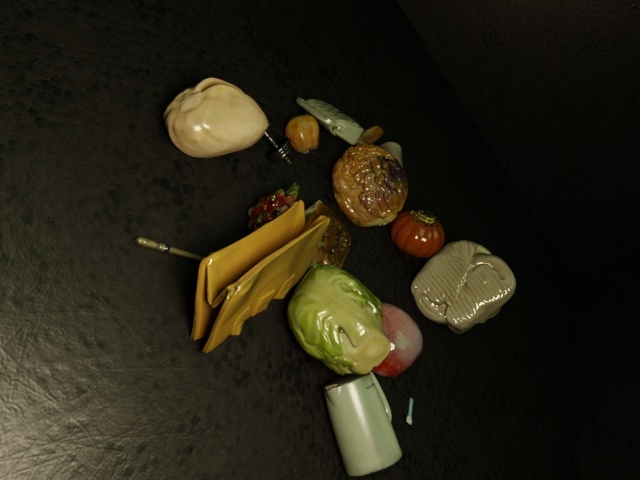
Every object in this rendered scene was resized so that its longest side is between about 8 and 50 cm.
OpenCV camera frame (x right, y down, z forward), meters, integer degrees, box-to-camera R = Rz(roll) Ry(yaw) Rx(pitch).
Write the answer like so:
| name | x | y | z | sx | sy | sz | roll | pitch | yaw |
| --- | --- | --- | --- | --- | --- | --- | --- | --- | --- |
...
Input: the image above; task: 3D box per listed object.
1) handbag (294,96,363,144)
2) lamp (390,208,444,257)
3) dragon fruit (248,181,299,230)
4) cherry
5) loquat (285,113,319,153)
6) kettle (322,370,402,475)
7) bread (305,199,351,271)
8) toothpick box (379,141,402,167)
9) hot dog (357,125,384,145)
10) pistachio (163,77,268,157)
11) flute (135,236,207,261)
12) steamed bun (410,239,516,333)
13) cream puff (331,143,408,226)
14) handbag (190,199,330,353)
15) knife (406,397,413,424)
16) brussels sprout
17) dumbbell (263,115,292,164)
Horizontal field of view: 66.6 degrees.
| name | x | y | z | sx | sy | sz | roll | pitch | yaw |
| --- | --- | --- | --- | --- | --- | --- | --- | --- | --- |
| handbag | 0.021 | -0.450 | 1.763 | 0.219 | 0.079 | 0.256 | 17 | 22 | -41 |
| lamp | 0.386 | -0.026 | 1.947 | 0.223 | 0.197 | 0.223 | 15 | 30 | -9 |
| dragon fruit | -0.124 | -0.086 | 1.436 | 0.135 | 0.137 | 0.236 | 48 | 36 | -22 |
| cherry | 0.210 | 0.304 | 1.558 | 0.239 | 0.206 | 0.240 | 11 | 73 | -38 |
| loquat | -0.057 | -0.368 | 1.686 | 0.137 | 0.112 | 0.137 | 27 | 58 | -53 |
| kettle | 0.123 | 0.500 | 1.395 | 0.240 | 0.165 | 0.255 | -6 | 72 | -52 |
| bread | 0.001 | -0.002 | 1.557 | 0.192 | 0.109 | 0.210 | 48 | 41 | -19 |
| toothpick box | 0.293 | -0.314 | 2.060 | 0.111 | 0.111 | 0.181 | 31 | 48 | -35 |
| hot dog | 0.205 | -0.441 | 2.078 | 0.066 | 0.047 | 0.216 | 45 | 41 | -2 |
| pistachio | -0.278 | -0.330 | 1.352 | 0.193 | 0.214 | 0.318 | 39 | 28 | 30 |
| flute | -0.346 | 0.031 | 1.205 | 0.233 | 0.027 | 0.027 | 21 | 55 | -41 |
| steamed bun | 0.565 | 0.198 | 1.950 | 0.342 | 0.367 | 0.255 | 56 | 4 | 32 |
| cream puff | 0.200 | -0.204 | 1.799 | 0.343 | 0.231 | 0.327 | 40 | 41 | -28 |
| handbag | -0.153 | 0.083 | 1.215 | 0.133 | 0.283 | 0.401 | 32 | 40 | 16 |
| knife | 0.308 | 0.586 | 1.679 | 0.027 | 0.010 | 0.096 | 44 | 41 | -24 |
| brussels sprout | 0.049 | 0.213 | 1.369 | 0.328 | 0.247 | 0.328 | 33 | 15 | -10 |
| dumbbell | -0.162 | -0.324 | 1.548 | 0.208 | 0.099 | 0.099 | 49 | 41 | -22 |
